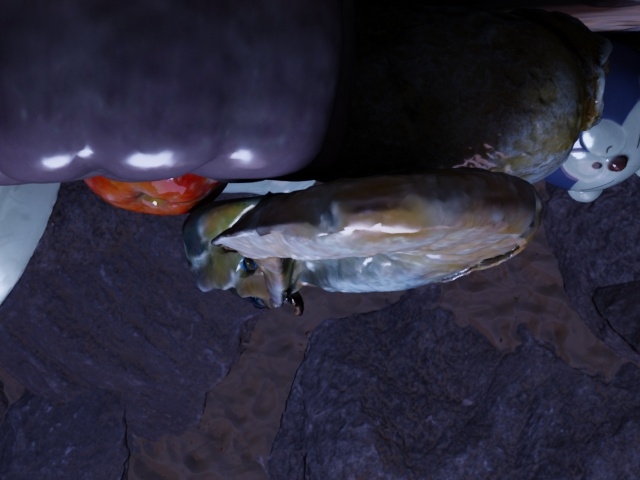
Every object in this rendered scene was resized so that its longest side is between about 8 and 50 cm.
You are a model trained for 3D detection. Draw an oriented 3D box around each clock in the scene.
[{"bbox_3d":[0.296,-0.126,1.696,0.146,0.200,0.243,42,-152,28],"label":"clock"}]

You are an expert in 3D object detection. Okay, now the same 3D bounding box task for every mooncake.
[{"bbox_3d":[-0.123,-0.116,1.216,0.306,0.154,0.306,0,-179,0],"label":"mooncake"}]

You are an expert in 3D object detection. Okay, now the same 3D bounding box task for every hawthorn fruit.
[{"bbox_3d":[-0.147,-0.102,1.511,0.172,0.173,0.173,-2,180,0],"label":"hawthorn fruit"}]

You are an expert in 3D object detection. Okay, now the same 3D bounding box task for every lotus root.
[{"bbox_3d":[0.067,-0.117,1.396,0.349,0.175,0.175,1,180,6],"label":"lotus root"}]

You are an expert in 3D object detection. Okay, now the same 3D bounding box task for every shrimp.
[{"bbox_3d":[0.000,0.000,1.317,0.221,0.110,0.445,-4,176,-27],"label":"shrimp"}]

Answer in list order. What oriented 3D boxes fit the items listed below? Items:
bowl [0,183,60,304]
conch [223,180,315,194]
[{"bbox_3d":[-0.386,-0.052,1.590,0.163,0.307,0.307,32,160,-32],"label":"bowl"},{"bbox_3d":[-0.086,-0.110,1.642,0.221,0.121,0.185,10,-140,24],"label":"conch"}]
